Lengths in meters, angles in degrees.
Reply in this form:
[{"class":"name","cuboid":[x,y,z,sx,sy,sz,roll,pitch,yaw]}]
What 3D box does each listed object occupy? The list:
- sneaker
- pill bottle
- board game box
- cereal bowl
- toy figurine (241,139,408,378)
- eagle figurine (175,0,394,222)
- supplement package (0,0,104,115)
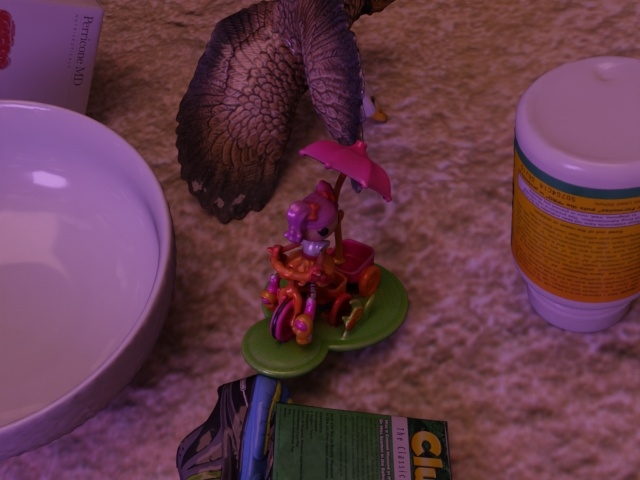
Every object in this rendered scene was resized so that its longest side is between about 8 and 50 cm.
[{"class":"sneaker","cuboid":[-0.075,0.189,0.542,0.078,0.067,0.188,-9,48,32]},{"class":"pill bottle","cuboid":[0.204,-0.022,0.538,0.117,0.208,0.117,-7,51,9]},{"class":"board game box","cuboid":[0.028,0.234,0.461,0.136,0.030,0.260,8,50,-7]},{"class":"cereal bowl","cuboid":[-0.292,0.041,0.636,0.339,0.141,0.339,1,57,-2]},{"class":"toy figurine","cuboid":[0.000,0.000,0.574,0.130,0.159,0.173,23,41,29]},{"class":"eagle figurine","cuboid":[-0.013,-0.183,0.745,0.225,0.226,0.298,24,53,6]},{"class":"supplement package","cuboid":[-0.425,-0.235,0.809,0.293,0.177,0.175,-5,39,-37]}]
